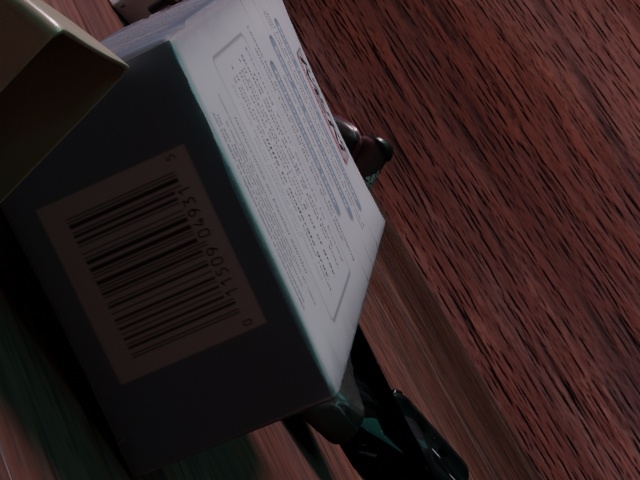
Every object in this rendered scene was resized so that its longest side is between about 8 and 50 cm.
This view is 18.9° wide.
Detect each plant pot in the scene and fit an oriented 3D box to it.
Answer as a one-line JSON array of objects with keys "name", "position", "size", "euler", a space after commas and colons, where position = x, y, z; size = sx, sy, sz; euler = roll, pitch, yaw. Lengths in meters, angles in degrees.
[{"name": "plant pot", "position": [-0.163, -0.074, 0.807], "size": [0.096, 0.109, 0.109], "euler": [45, 4, 8]}]

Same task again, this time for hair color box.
[{"name": "hair color box", "position": [-0.061, -0.031, 1.053], "size": [0.374, 0.113, 0.185], "euler": [-66, 133, -76]}]

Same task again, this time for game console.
[{"name": "game console", "position": [0.071, 0.174, 1.681], "size": [0.361, 0.044, 0.213], "euler": [49, 11, -50]}]

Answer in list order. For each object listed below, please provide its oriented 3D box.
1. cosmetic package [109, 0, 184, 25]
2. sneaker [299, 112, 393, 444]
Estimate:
[{"name": "cosmetic package", "position": [-0.124, -0.218, 1.893], "size": [0.060, 0.099, 0.239], "euler": [63, 9, 29]}, {"name": "sneaker", "position": [0.000, 0.000, 1.412], "size": [0.281, 0.162, 0.106], "euler": [60, 6, 29]}]
